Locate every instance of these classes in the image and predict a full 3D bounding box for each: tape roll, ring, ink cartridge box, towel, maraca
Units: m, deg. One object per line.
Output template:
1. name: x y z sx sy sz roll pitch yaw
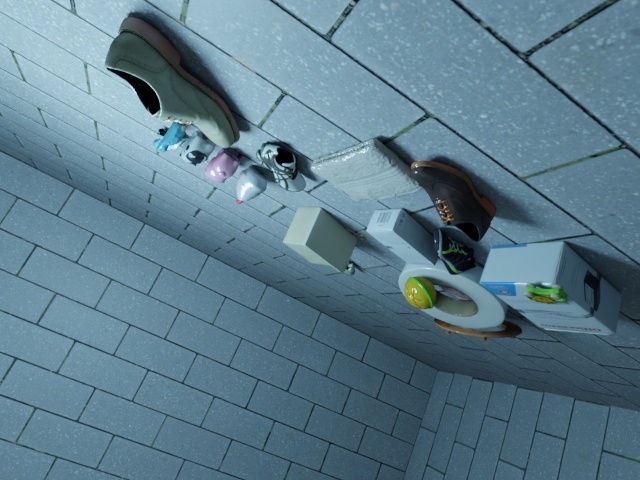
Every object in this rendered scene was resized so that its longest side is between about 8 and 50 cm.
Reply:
1. tape roll: 0.474 0.190 1.602 0.392 0.072 0.392 23 152 13
2. ring: 0.628 0.350 1.786 0.337 0.032 0.336 1 -176 0
3. ink cartridge box: 0.641 0.135 1.235 0.307 0.129 0.223 33 159 -25
4. towel: 0.112 -0.172 1.152 0.187 0.049 0.282 32 161 -27
5. maraca: 0.341 0.184 1.539 0.127 0.099 0.185 58 171 10

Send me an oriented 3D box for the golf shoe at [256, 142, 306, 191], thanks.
1. golf shoe: -0.096 -0.204 1.282 0.094 0.077 0.198 6 157 44

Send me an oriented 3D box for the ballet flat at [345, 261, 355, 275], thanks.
1. ballet flat: 0.116 0.110 1.980 0.052 0.057 0.168 -8 146 42

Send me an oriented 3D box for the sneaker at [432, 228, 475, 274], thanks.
1. sneaker: 0.412 0.027 1.347 0.097 0.084 0.235 -16 145 27

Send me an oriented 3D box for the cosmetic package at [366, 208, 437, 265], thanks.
1. cosmetic package: 0.265 -0.007 1.385 0.231 0.085 0.117 36 159 -32

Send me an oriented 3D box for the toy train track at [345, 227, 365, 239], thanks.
1. toy train track: 0.128 -0.021 1.639 0.083 0.014 0.048 30 162 -18

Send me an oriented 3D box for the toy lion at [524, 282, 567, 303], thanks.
1. toy lion: 0.558 0.137 1.095 0.096 0.034 0.100 30 161 -36

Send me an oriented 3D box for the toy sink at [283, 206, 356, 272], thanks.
1. toy sink: 0.000 0.000 1.638 0.131 0.152 0.234 5 156 46

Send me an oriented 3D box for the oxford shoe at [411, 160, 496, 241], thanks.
1. oxford shoe: 0.311 -0.091 1.044 0.271 0.098 0.097 31 161 -23

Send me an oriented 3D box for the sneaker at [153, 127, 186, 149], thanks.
1. sneaker: -0.511 -0.342 1.472 0.162 0.063 0.073 0 134 43

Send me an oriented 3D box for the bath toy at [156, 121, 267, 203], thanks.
1. bath toy: -0.335 -0.237 1.413 0.348 0.129 0.151 33 -165 -25

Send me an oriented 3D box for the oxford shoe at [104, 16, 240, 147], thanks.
1. oxford shoe: -0.357 -0.339 1.097 0.141 0.146 0.397 9 158 38

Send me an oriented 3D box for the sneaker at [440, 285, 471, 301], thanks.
1. sneaker: 0.526 0.184 1.681 0.134 0.051 0.070 32 146 4
